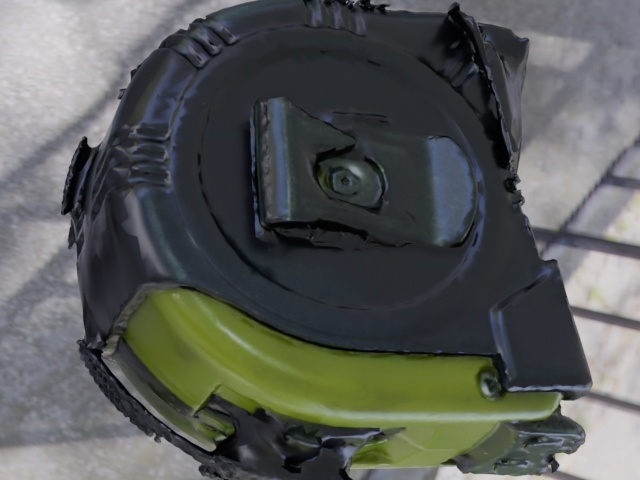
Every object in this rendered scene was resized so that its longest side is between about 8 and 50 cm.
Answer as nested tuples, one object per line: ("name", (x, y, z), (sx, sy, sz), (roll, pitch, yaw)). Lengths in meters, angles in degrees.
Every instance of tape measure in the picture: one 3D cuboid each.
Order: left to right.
("tape measure", (0.000, 0.000, 0.547), (0.186, 0.112, 0.199), (0, 64, -19))
